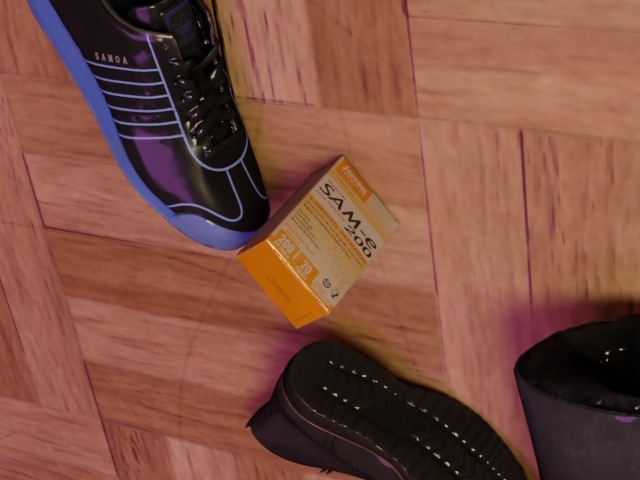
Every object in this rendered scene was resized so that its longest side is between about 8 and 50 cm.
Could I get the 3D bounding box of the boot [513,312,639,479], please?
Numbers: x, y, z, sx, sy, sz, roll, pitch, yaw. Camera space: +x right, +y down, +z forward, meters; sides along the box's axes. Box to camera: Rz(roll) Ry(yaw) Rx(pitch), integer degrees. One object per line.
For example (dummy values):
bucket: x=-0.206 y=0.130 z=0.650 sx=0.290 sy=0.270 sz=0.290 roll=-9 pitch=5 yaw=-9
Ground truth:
boot: x=0.176 y=0.257 z=0.836 sx=0.367 sy=0.146 sz=0.445 roll=-6 pitch=125 yaw=11

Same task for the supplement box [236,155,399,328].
supplement box: x=0.000 y=0.000 z=0.820 sx=0.062 sy=0.098 sz=0.036 roll=50 pitch=137 yaw=-11

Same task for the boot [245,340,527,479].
boot: x=0.046 y=0.156 z=0.943 sx=0.198 sy=0.077 sz=0.137 roll=38 pitch=149 yaw=-1

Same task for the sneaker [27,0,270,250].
sneaker: x=-0.095 y=-0.099 z=0.818 sx=0.090 sy=0.081 sz=0.232 roll=-22 pitch=108 yaw=48
